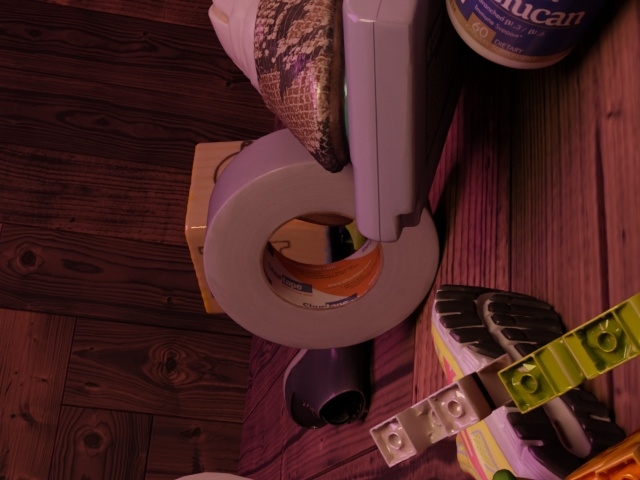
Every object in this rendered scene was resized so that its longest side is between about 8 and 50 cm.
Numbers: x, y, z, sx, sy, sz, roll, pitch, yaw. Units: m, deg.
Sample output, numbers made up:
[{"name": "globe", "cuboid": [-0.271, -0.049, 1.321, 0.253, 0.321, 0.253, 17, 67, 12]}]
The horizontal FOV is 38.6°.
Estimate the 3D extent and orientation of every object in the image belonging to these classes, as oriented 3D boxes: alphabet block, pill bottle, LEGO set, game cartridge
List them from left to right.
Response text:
[{"name": "alphabet block", "cuboid": [-0.079, -0.021, 1.345, 0.192, 0.197, 0.193, -91, -4, -45]}, {"name": "game cartridge", "cuboid": [0.075, -0.162, 0.702, 0.297, 0.062, 0.198, -65, -27, -51]}, {"name": "pill bottle", "cuboid": [0.141, -0.183, 0.525, 0.169, 0.094, 0.094, 114, 162, -63]}, {"name": "LEGO set", "cuboid": [0.138, 0.054, 0.358, 0.227, 0.093, 0.087, -39, 74, 39]}]

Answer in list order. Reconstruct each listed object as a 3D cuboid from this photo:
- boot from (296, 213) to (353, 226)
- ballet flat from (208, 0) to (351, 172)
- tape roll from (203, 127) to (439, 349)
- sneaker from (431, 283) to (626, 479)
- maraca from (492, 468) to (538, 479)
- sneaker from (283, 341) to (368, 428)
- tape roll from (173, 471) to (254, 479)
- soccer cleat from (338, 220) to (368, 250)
[{"name": "boot", "cuboid": [0.031, -0.129, 0.994, 0.262, 0.095, 0.203, -25, -47, -62]}, {"name": "ballet flat", "cuboid": [0.002, -0.240, 0.854, 0.164, 0.182, 0.482, 82, -159, -46]}, {"name": "tape roll", "cuboid": [0.000, 0.000, 0.869, 0.072, 0.219, 0.219, -94, 14, -53]}, {"name": "sneaker", "cuboid": [0.106, 0.101, 0.546, 0.208, 0.081, 0.094, -98, 16, -60]}, {"name": "maraca", "cuboid": [0.107, 0.194, 0.407, 0.127, 0.099, 0.185, -4, -103, -79]}, {"name": "sneaker", "cuboid": [0.001, 0.199, 1.137, 0.222, 0.083, 0.118, 108, 166, -46]}, {"name": "tape roll", "cuboid": [-0.146, 0.458, 1.216, 0.100, 0.286, 0.286, 113, 163, -61]}, {"name": "soccer cleat", "cuboid": [0.039, -0.037, 1.191, 0.179, 0.060, 0.072, -118, 35, -71]}]
